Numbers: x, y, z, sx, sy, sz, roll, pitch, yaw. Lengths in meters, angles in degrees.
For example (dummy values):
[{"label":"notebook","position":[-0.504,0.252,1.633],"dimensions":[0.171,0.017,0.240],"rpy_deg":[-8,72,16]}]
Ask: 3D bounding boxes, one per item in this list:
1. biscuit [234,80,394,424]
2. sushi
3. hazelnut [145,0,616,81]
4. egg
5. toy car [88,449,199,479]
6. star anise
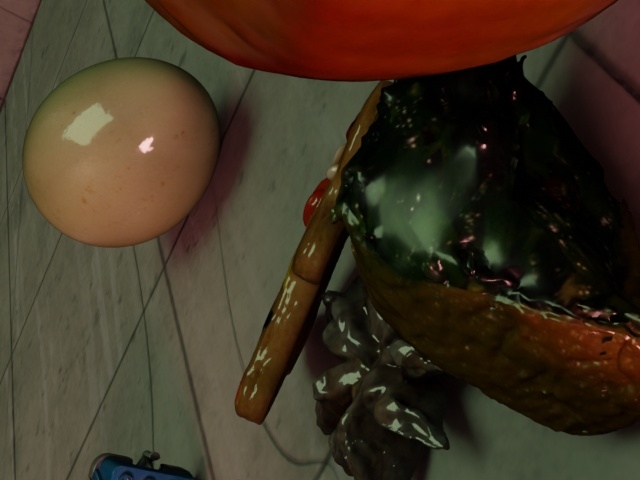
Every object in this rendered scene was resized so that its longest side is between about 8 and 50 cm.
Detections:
[{"label":"biscuit","position":[-0.001,0.000,0.857],"dimensions":[0.165,0.036,0.250],"rpy_deg":[-59,-7,-69]},{"label":"sushi","position":[0.083,-0.012,0.616],"dimensions":[0.287,0.149,0.140],"rpy_deg":[-106,28,-53]},{"label":"hazelnut","position":[0.043,-0.231,0.507],"dimensions":[0.366,0.366,0.365],"rpy_deg":[-45,36,47]},{"label":"egg","position":[-0.203,-0.093,1.255],"dimensions":[0.254,0.189,0.188],"rpy_deg":[-33,46,48]},{"label":"toy car","position":[-0.159,0.276,1.031],"dimensions":[0.100,0.097,0.191],"rpy_deg":[0,75,65]},{"label":"star anise","position":[0.042,0.076,0.761],"dimensions":[0.195,0.065,0.182],"rpy_deg":[-56,29,29]}]
